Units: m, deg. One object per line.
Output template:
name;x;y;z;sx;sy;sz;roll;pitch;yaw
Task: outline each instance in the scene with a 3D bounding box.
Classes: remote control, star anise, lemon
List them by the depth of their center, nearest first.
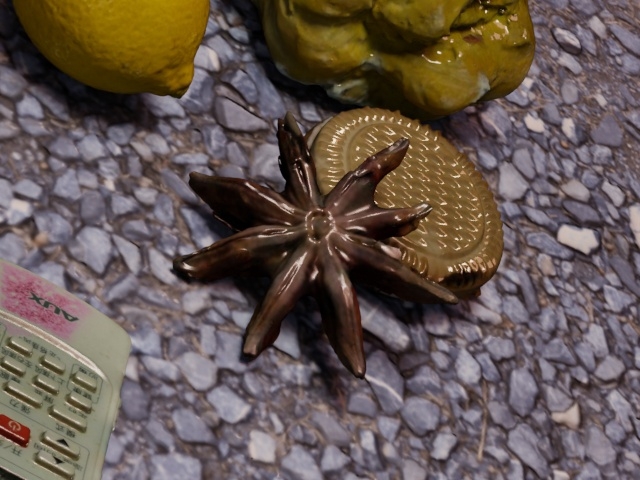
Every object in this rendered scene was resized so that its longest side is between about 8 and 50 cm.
remote control;-0.213;0.126;1.066;0.145;0.050;0.344;30;24;-15
star anise;0.001;0.000;1.516;0.288;0.088;0.288;1;70;-2
lemon;-0.203;-0.244;1.538;0.187;0.187;0.244;-27;80;-48

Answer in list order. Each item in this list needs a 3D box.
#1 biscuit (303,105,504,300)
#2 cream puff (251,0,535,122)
biscuit;0.086;-0.039;1.670;0.259;0.079;0.259;22;44;-23
cream puff;0.095;-0.309;1.761;0.378;0.275;0.378;23;39;-20
